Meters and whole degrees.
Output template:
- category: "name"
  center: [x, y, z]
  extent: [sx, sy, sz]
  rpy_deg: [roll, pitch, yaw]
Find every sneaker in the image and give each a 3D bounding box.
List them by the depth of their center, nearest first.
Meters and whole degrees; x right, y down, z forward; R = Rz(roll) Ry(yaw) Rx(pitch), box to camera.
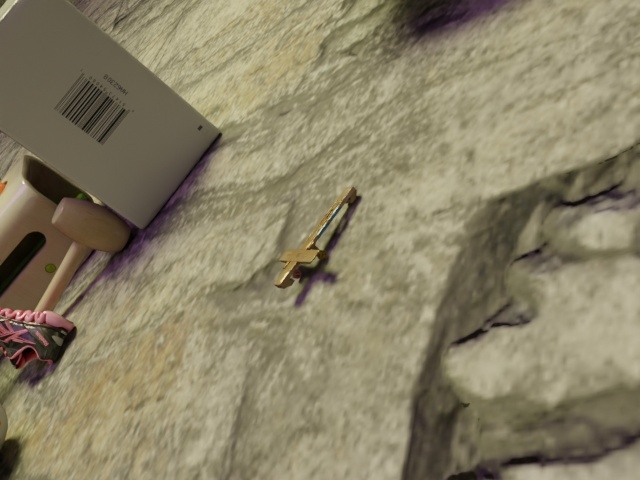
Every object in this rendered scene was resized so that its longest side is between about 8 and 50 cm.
- category: "sneaker"
  center: [-0.305, 0.098, 0.717]
  extent: [0.119, 0.047, 0.057]
  rpy_deg: [1, 69, 20]

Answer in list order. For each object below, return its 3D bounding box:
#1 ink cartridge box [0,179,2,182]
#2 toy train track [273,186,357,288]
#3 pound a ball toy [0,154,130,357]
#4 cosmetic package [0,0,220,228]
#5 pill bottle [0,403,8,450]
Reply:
- category: "ink cartridge box"
  center: [-0.604, 0.002, 0.982]
  extent: [0.332, 0.065, 0.165]
  rpy_deg: [-36, 14, -4]
- category: "toy train track"
  center: [0.000, 0.000, 0.472]
  extent: [0.083, 0.014, 0.048]
  rpy_deg: [-54, 22, -17]
- category: "pound a ball toy"
  center: [-0.370, 0.035, 0.813]
  extent: [0.319, 0.135, 0.208]
  rpy_deg: [-48, 30, 7]
- category: "cosmetic package"
  center: [-0.263, -0.150, 0.780]
  extent: [0.138, 0.224, 0.224]
  rpy_deg: [-52, 29, -2]
- category: "pill bottle"
  center: [-0.361, 0.240, 0.555]
  extent: [0.152, 0.152, 0.272]
  rpy_deg: [-33, 35, 28]
